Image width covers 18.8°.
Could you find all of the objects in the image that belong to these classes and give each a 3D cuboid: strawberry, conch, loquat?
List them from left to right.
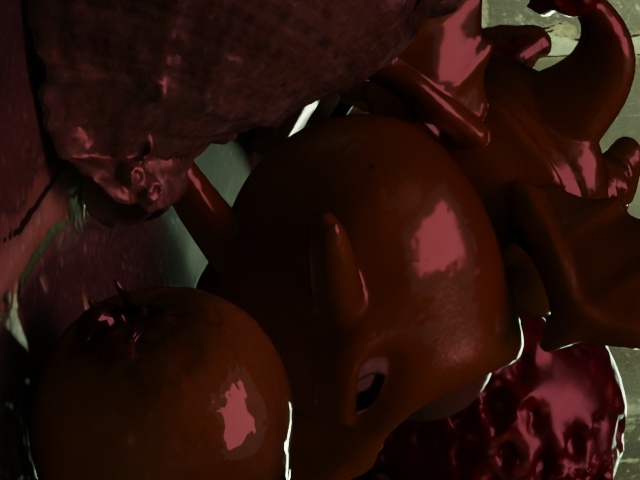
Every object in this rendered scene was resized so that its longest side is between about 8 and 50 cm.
[{"bbox_3d":[-0.083,0.095,1.010,0.163,0.137,0.163,-24,118,-59],"label":"loquat"},{"bbox_3d":[-0.040,-0.181,1.132,0.297,0.210,0.352,52,35,-42],"label":"conch"},{"bbox_3d":[0.174,0.227,1.852,0.317,0.295,0.345,105,-36,-79],"label":"strawberry"}]

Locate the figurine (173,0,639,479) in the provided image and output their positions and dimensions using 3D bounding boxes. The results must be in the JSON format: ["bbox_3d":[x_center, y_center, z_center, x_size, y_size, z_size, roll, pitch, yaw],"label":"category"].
[{"bbox_3d":[0.074,-0.043,1.401,0.387,0.268,0.401,-37,104,-33],"label":"figurine"}]

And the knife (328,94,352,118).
[{"bbox_3d":[0.024,-0.115,1.608,0.245,0.019,0.072,-57,-170,33],"label":"knife"}]

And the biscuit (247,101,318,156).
[{"bbox_3d":[0.035,-0.203,1.572,0.324,0.049,0.205,-59,-179,-14],"label":"biscuit"}]

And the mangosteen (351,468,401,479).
[{"bbox_3d":[0.056,0.265,1.704,0.140,0.140,0.140,-3,90,-80],"label":"mangosteen"}]

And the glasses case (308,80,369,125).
[{"bbox_3d":[0.051,-0.128,1.888,0.425,0.098,0.156,29,47,-78],"label":"glasses case"}]
